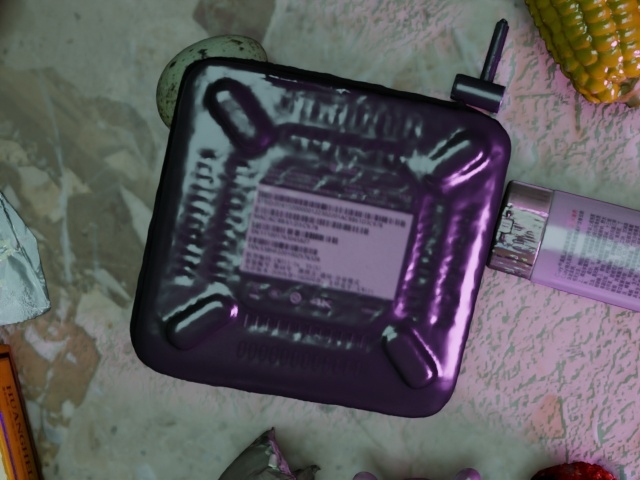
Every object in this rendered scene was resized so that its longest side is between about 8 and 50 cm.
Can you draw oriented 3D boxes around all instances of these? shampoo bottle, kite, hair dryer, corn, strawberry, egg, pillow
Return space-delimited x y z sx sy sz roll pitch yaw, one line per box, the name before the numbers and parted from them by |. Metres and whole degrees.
shampoo bottle | 0.263 0.015 1.113 0.227 0.056 0.086 15 91 5
kite | -0.377 0.049 1.196 0.245 0.015 0.141 -26 86 4
hair dryer | 0.149 -0.159 1.138 0.047 0.026 0.083 18 89 4
corn | 0.202 -0.281 1.084 0.120 0.120 0.363 -24 88 5
strawberry | 0.226 0.238 1.106 0.106 0.106 0.106 0 91 5
egg | -0.094 -0.137 1.132 0.110 0.085 0.085 -42 87 -8
pillow | -0.077 0.264 1.114 0.078 0.134 0.181 36 94 -8

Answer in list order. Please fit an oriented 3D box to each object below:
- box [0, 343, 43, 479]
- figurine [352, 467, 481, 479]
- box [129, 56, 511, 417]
box | -0.414 0.224 1.165 0.302 0.084 0.192 -15 87 5
figurine | 0.107 0.327 1.109 0.205 0.103 0.260 1 101 7
box | 0.000 0.000 1.095 0.290 0.073 0.288 12 100 -9
